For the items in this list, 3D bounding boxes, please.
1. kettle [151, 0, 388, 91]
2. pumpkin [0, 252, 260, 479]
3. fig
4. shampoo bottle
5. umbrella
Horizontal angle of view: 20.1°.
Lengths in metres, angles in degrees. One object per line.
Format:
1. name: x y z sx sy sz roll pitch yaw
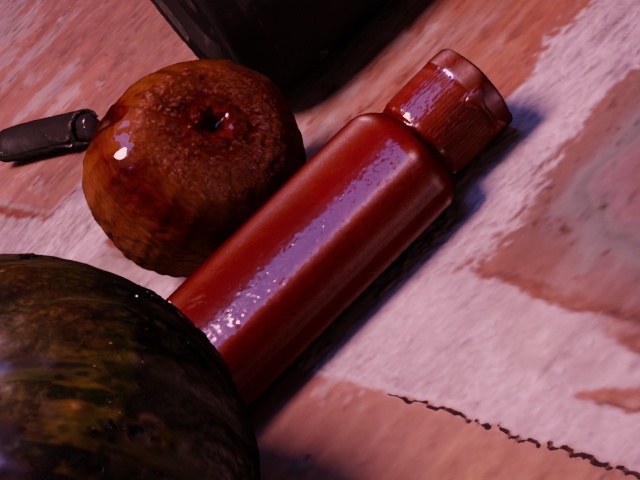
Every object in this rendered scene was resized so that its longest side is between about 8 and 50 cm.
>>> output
1. kettle: -0.001 -0.257 1.311 0.290 0.207 0.268 -39 -2 -7
2. pumpkin: -0.167 0.147 0.873 0.320 0.192 0.320 -35 32 26
3. fig: -0.101 -0.023 1.170 0.146 0.133 0.201 -26 -11 -39
4. shampoo bottle: 0.000 0.000 1.032 0.260 0.064 0.102 -44 29 -7
5. umbrella: -0.231 -0.086 1.518 0.133 0.031 0.036 -9 67 47
